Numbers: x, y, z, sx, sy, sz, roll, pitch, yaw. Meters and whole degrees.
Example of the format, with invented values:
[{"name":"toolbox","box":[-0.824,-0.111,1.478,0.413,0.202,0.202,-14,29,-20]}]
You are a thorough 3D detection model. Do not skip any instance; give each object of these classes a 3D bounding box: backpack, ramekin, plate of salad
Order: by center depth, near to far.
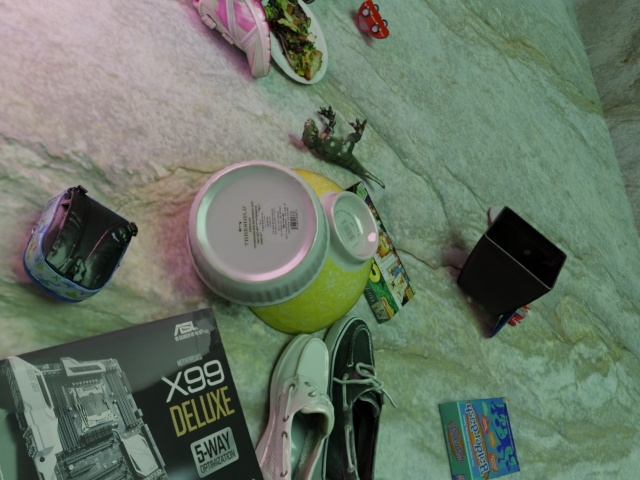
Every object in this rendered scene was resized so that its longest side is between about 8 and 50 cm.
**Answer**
[{"name":"backpack","box":[-0.287,0.012,0.742,0.105,0.084,0.114,40,41,-31]},{"name":"ramekin","box":[-0.087,-0.014,0.887,0.109,0.207,0.207,106,-30,-78]},{"name":"plate of salad","box":[-0.044,-0.409,1.264,0.200,0.048,0.199,18,65,-44]}]

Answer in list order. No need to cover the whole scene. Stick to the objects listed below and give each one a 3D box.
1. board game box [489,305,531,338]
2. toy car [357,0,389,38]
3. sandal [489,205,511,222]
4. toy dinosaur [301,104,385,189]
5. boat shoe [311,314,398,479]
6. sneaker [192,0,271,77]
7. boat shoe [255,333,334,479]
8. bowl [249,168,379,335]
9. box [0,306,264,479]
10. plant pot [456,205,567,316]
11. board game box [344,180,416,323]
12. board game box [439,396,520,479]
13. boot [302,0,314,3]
[{"name":"board game box","box":[0.473,0.181,1.543,0.033,0.133,0.169,38,37,11]},{"name":"toy car","box":[0.078,-0.610,1.516,0.239,0.053,0.224,33,49,-38]},{"name":"sandal","box":[0.517,0.017,1.716,0.102,0.076,0.265,-1,46,-6]},{"name":"toy dinosaur","box":[0.043,-0.198,1.271,0.268,0.064,0.118,24,62,-45]},{"name":"boat shoe","box":[0.060,0.252,1.028,0.113,0.105,0.306,42,45,-30]},{"name":"sneaker","box":[-0.156,-0.398,1.101,0.103,0.111,0.252,-101,173,-62]},{"name":"boat shoe","box":[-0.020,0.257,0.936,0.098,0.096,0.277,41,45,-30]},{"name":"bowl","box":[0.000,0.000,1.040,0.290,0.156,0.289,25,55,-42]},{"name":"box","box":[-0.223,0.224,0.723,0.308,0.077,0.242,-9,79,-52]},{"name":"plant pot","box":[0.431,0.063,1.494,0.188,0.167,0.187,42,37,7]},{"name":"board game box","box":[0.099,0.020,1.254,0.136,0.030,0.259,-34,99,-50]},{"name":"board game box","box":[0.335,0.413,1.332,0.210,0.047,0.160,11,65,-47]},{"name":"boot","box":[-0.101,-0.564,1.261,0.209,0.076,0.189,-24,100,-51]}]
